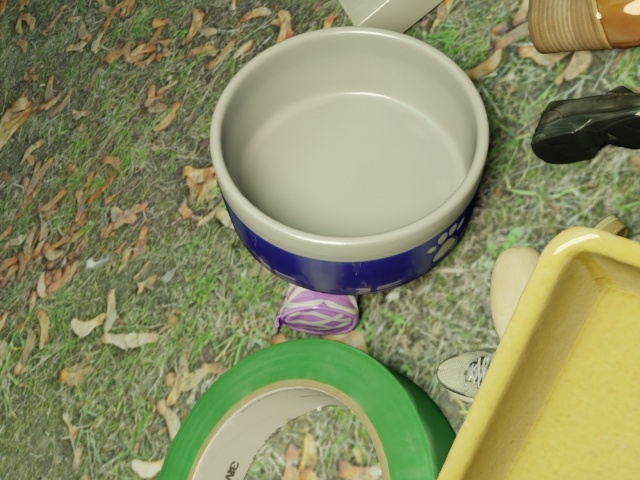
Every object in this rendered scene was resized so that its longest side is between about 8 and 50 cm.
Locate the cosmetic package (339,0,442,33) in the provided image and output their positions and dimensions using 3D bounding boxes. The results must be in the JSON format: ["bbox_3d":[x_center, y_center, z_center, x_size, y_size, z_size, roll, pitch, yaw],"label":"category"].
[{"bbox_3d":[0.133,-0.343,0.969,0.239,0.060,0.099,-36,51,16],"label":"cosmetic package"}]

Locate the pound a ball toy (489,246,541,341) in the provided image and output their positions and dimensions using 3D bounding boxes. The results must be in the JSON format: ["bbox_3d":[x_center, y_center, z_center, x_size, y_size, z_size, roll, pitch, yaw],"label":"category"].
[{"bbox_3d":[0.288,0.089,0.509,0.319,0.208,0.135,-7,62,34],"label":"pound a ball toy"}]

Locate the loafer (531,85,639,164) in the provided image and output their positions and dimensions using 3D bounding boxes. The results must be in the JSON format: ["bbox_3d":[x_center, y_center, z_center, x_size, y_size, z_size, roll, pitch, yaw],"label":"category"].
[{"bbox_3d":[0.278,-0.118,0.735,0.170,0.062,0.061,-5,59,34],"label":"loafer"}]

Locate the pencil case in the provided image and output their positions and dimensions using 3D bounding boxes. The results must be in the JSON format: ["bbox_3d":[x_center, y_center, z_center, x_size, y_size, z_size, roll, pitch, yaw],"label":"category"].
[{"bbox_3d":[0.000,0.000,0.862,0.088,0.086,0.206,2,60,-2],"label":"pencil case"}]

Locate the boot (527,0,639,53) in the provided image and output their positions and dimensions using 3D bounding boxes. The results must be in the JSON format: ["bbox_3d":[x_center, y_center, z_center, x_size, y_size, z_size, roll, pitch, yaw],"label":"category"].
[{"bbox_3d":[0.322,-0.322,0.776,0.220,0.109,0.283,-3,66,38],"label":"boot"}]

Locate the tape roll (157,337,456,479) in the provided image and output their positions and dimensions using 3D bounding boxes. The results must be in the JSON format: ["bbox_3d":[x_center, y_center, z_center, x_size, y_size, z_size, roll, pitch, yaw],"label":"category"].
[{"bbox_3d":[-0.020,0.255,0.745,0.321,0.077,0.321,-18,57,30],"label":"tape roll"}]

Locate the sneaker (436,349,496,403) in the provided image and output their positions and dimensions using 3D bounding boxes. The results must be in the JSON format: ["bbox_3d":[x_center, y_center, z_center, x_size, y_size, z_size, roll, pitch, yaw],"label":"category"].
[{"bbox_3d":[0.158,0.115,0.698,0.135,0.058,0.052,-2,65,38],"label":"sneaker"}]

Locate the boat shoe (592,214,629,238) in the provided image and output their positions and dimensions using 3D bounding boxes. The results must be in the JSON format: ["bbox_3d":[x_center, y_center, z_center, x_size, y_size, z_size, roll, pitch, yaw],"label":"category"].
[{"bbox_3d":[0.232,0.044,0.690,0.045,0.050,0.135,34,99,40],"label":"boat shoe"}]

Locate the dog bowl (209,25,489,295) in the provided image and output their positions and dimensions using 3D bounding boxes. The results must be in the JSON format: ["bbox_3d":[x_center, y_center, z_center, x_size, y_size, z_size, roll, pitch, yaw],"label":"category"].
[{"bbox_3d":[0.028,-0.082,0.797,0.265,0.104,0.265,-2,59,3],"label":"dog bowl"}]

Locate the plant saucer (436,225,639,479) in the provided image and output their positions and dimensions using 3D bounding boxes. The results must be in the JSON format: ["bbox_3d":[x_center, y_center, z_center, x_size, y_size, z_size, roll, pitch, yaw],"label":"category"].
[{"bbox_3d":[0.222,0.173,0.438,0.333,0.081,0.332,21,117,5],"label":"plant saucer"}]
